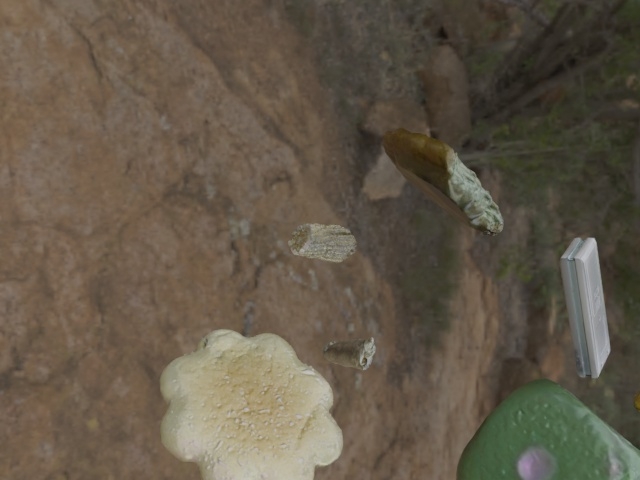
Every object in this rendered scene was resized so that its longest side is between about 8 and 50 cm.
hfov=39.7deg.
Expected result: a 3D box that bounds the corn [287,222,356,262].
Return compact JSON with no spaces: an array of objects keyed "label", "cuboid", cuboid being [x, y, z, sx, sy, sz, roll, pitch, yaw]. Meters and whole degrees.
[{"label":"corn","cuboid":[0.000,0.000,1.906,0.211,0.087,0.087,11,77,-58]}]

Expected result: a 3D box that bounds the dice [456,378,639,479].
[{"label":"dice","cuboid":[0.510,0.513,1.890,0.322,0.318,0.330,-49,141,1]}]

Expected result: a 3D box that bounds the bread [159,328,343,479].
[{"label":"bread","cuboid":[-0.108,0.264,1.393,0.316,0.316,0.054,-49,170,-48]}]

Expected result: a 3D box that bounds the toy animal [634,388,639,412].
[{"label":"toy animal","cuboid":[0.451,0.197,1.036,0.156,0.156,0.229,41,22,-49]}]

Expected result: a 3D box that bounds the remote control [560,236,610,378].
[{"label":"remote control","cuboid":[0.548,0.140,1.836,0.103,0.056,0.277,-39,122,-50]}]

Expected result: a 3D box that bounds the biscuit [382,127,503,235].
[{"label":"biscuit","cuboid":[0.268,-0.111,1.843,0.335,0.329,0.078,39,88,-17]}]

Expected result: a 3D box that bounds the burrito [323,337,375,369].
[{"label":"burrito","cuboid":[0.076,0.291,2.288,0.059,0.275,0.082,32,74,-14]}]
